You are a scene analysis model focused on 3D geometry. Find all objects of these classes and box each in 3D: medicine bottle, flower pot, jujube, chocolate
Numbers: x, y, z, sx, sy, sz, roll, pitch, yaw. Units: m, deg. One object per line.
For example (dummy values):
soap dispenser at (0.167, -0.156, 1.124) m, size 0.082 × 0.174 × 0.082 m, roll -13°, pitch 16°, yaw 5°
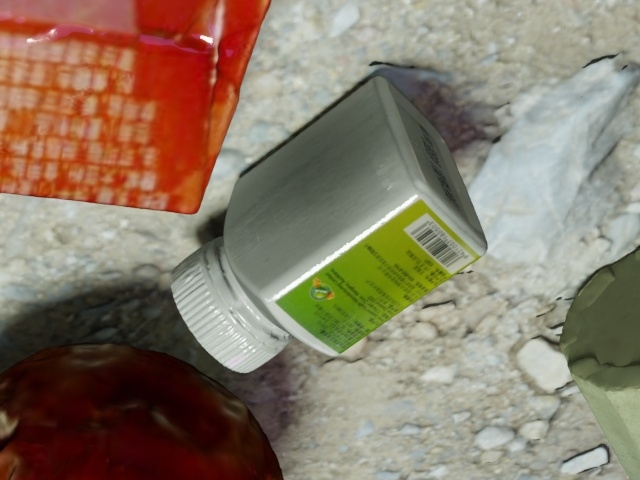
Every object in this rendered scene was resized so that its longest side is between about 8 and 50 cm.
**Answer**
medicine bottle at (0.000, 0.000, 0.924) m, size 0.188 × 0.132 × 0.088 m, roll -36°, pitch 130°, yaw 17°
flower pot at (0.291, 0.120, 1.063) m, size 0.212 × 0.212 × 0.202 m, roll -31°, pitch 122°, yaw 12°
jujube at (-0.172, 0.240, 0.995) m, size 0.276 × 0.276 × 0.377 m, roll 19°, pitch 120°, yaw -27°
chocolate at (-0.153, -0.142, 0.784) m, size 0.237 × 0.108 × 0.235 m, roll 7°, pitch 128°, yaw -18°
